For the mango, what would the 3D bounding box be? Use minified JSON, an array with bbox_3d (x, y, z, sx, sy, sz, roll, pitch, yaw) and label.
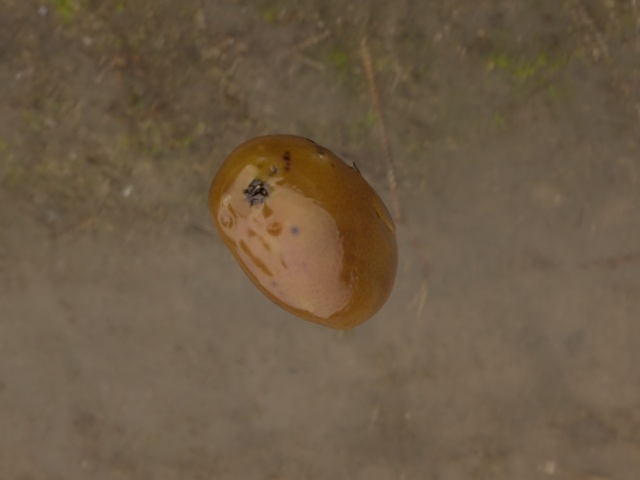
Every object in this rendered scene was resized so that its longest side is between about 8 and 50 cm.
[{"bbox_3d":[0.002,-0.002,1.072,0.084,0.105,0.159,-33,141,27],"label":"mango"}]
